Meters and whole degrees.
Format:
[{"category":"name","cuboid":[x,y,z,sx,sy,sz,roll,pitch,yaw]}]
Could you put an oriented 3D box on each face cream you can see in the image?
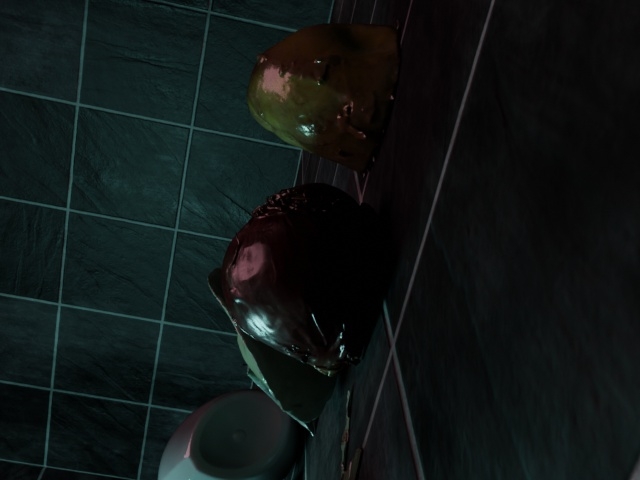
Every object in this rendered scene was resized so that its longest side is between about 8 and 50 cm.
[{"category":"face cream","cuboid":[-0.190,0.450,1.571,0.219,0.312,0.357,54,152,17]}]

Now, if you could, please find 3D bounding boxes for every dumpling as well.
[{"category":"dumpling","cuboid":[-0.052,0.133,1.304,0.270,0.211,0.320,65,166,-13]}]

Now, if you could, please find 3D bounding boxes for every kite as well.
[{"category":"kite","cuboid":[0.028,0.325,1.040,0.229,0.012,0.250,111,169,-54]}]

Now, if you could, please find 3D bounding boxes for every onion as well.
[{"category":"onion","cuboid":[-0.019,0.035,1.076,0.221,0.281,0.281,-21,44,29]}]

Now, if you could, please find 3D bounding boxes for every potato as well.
[{"category":"potato","cuboid":[-0.009,-0.270,1.342,0.289,0.237,0.301,110,169,-55]}]

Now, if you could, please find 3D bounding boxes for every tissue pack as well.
[{"category":"tissue pack","cuboid":[-0.077,0.269,1.408,0.026,0.193,0.123,-39,20,13]}]

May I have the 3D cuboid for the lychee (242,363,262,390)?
[{"category":"lychee","cuboid":[-0.097,0.333,1.708,0.114,0.101,0.140,-26,-57,-43]}]
